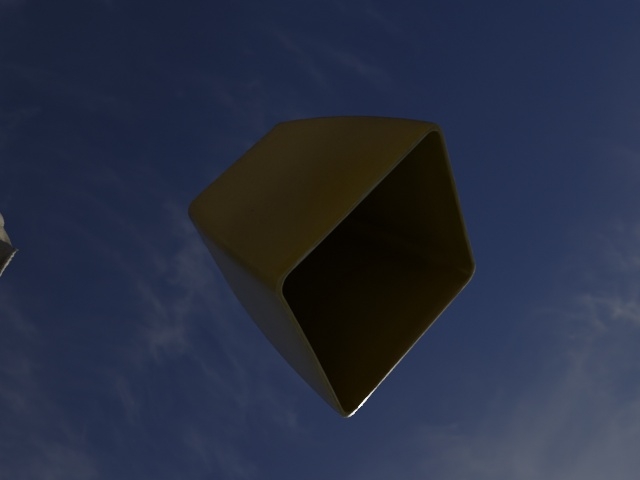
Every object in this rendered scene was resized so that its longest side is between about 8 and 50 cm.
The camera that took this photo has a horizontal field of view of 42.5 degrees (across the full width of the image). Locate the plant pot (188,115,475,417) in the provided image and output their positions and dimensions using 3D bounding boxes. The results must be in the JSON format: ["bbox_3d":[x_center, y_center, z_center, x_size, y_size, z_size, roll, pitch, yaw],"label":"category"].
[{"bbox_3d":[0.000,0.000,0.803,0.212,0.187,0.212,-45,-42,-20],"label":"plant pot"}]

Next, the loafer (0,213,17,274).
[{"bbox_3d":[-0.270,0.055,0.553,0.102,0.268,0.092,-21,-70,6],"label":"loafer"}]
